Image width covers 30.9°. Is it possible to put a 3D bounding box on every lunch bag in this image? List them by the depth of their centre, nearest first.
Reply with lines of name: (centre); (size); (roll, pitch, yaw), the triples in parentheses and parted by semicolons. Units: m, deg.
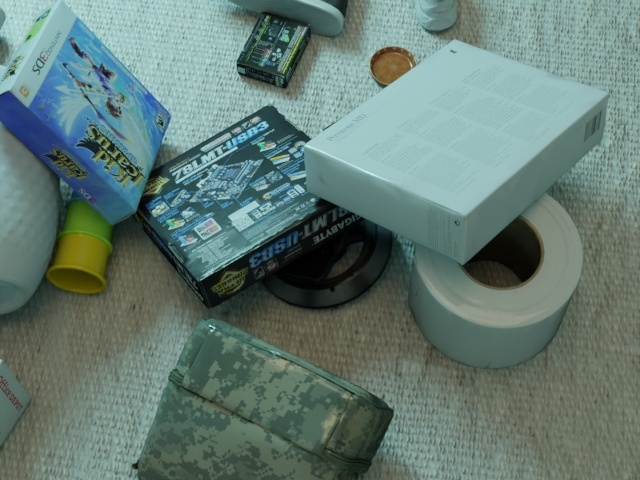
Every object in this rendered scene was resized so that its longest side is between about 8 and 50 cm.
lunch bag: (-0.085, 0.279, 1.606); (0.305, 0.212, 0.256); (25, 83, 16)

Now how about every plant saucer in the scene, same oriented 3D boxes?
plant saucer: (0.126, -0.299, 2.003); (0.083, 0.013, 0.083); (0, 63, 0)

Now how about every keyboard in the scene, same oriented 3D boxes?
keyboard: (-0.057, 0.018, 1.785); (0.192, 0.038, 0.100); (13, 60, 28)

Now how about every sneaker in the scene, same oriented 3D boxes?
sneaker: (-0.077, -0.481, 2.040); (0.295, 0.104, 0.147); (24, 62, -4)
sneaker: (0.196, -0.492, 2.041); (0.090, 0.115, 0.232); (-13, 63, -5)

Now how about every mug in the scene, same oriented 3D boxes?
mug: (-0.577, -0.062, 1.733); (0.374, 0.276, 0.328); (1, 64, -24)

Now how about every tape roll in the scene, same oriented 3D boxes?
tape roll: (0.258, 0.050, 1.735); (0.246, 0.169, 0.246); (0, 63, 0)

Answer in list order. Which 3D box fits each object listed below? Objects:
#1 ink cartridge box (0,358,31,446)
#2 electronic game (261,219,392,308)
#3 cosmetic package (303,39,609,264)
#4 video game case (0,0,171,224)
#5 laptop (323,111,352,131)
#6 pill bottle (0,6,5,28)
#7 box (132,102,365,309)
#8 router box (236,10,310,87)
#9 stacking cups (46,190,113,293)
ink cartridge box: (-0.559, 0.261, 1.646); (0.168, 0.171, 0.233); (24, 65, 13)
electronic game: (0.000, 0.000, 1.833); (0.229, 0.048, 0.229); (-4, 66, 8)
cosmetic package: (0.204, -0.145, 1.708); (0.284, 0.097, 0.377); (28, 49, 31)
video game case: (-0.361, -0.199, 1.783); (0.061, 0.269, 0.244); (-24, 35, 31)
laptop: (0.173, -0.167, 1.862); (0.234, 0.264, 0.136); (-32, 108, -13)
pill bottle: (-0.621, -0.319, 1.973); (0.117, 0.117, 0.208); (17, 65, 10)
box: (-0.121, -0.062, 1.802); (0.295, 0.073, 0.293); (-31, 42, -15)
router box: (-0.080, -0.332, 2.010); (0.092, 0.038, 0.122); (19, 65, 12)
stacking cups: (-0.354, -0.073, 1.859); (0.096, 0.096, 0.316); (7, 61, 5)
